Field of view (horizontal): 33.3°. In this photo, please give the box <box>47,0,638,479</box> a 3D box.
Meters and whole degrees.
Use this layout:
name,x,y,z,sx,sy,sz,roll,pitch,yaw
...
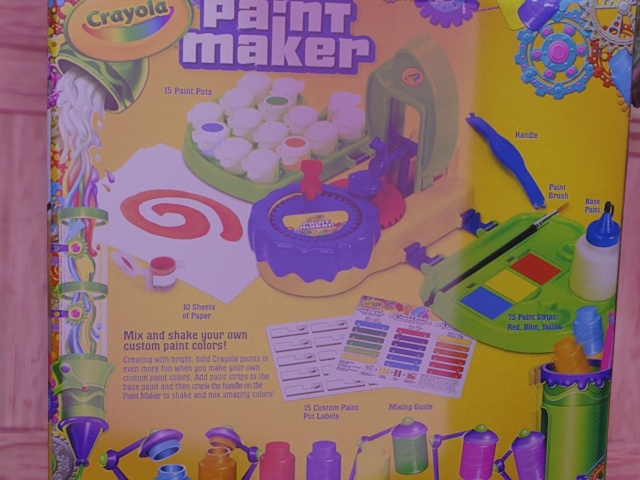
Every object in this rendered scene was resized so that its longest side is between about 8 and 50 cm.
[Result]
name,x,y,z,sx,sy,sz,roll,pitch,yaw
box,0.000,0.000,0.605,0.290,0.177,0.279,1,98,-9

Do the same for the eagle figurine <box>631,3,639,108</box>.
name,x,y,z,sx,sy,sz,roll,pitch,yaw
eagle figurine,0.336,-0.093,0.650,0.298,0.226,0.225,34,71,-8
